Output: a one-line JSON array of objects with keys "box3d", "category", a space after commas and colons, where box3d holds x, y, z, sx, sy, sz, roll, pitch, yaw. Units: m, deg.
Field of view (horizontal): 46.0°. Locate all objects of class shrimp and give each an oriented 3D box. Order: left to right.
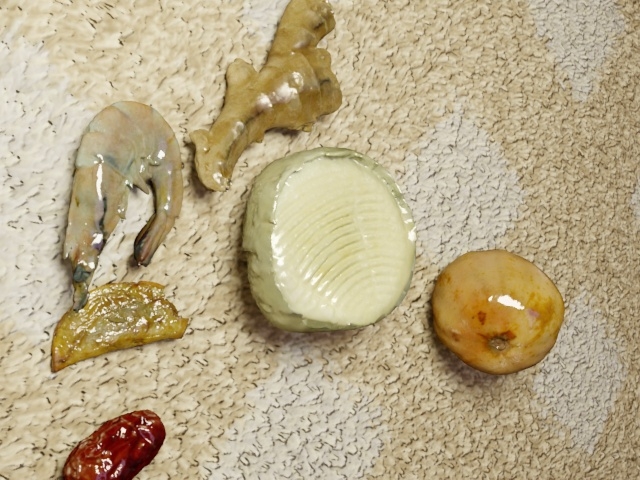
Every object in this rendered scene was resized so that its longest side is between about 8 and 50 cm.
[{"box3d": [-0.229, -0.037, 0.886, 0.145, 0.059, 0.254, 14, 78, -47], "category": "shrimp"}]

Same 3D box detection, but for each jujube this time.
[{"box3d": [-0.235, 0.247, 0.874, 0.129, 0.077, 0.077, -37, 113, -37], "category": "jujube"}]

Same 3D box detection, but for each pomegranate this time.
[{"box3d": [0.277, 0.109, 1.185, 0.207, 0.207, 0.207, -1, 92, -38], "category": "pomegranate"}]

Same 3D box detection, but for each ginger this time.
[{"box3d": [-0.062, -0.191, 0.993, 0.148, 0.081, 0.333, 51, 63, -23], "category": "ginger"}]

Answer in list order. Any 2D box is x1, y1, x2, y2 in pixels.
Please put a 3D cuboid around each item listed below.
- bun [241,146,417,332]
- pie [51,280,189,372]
[{"box3d": [0.000, 0.000, 1.002, 0.259, 0.152, 0.259, 4, 82, -32], "category": "bun"}, {"box3d": [-0.237, 0.094, 0.895, 0.170, 0.034, 0.092, -9, 98, -31], "category": "pie"}]
